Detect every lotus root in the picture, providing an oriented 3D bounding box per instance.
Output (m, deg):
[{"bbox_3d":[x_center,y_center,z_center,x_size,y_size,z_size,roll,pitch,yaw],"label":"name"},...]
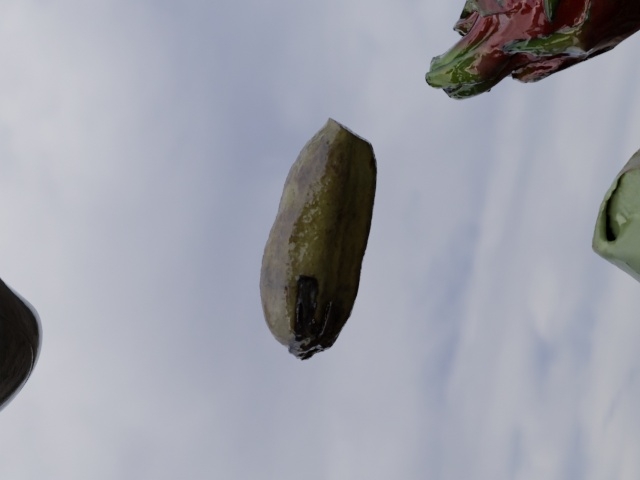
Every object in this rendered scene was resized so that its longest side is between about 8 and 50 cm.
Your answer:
[{"bbox_3d":[0.000,0.000,1.671,0.110,0.097,0.258,15,-91,-35],"label":"lotus root"}]

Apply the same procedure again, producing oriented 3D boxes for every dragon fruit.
[{"bbox_3d":[0.223,-0.248,1.514,0.198,0.269,0.200,48,-142,-11],"label":"dragon fruit"}]

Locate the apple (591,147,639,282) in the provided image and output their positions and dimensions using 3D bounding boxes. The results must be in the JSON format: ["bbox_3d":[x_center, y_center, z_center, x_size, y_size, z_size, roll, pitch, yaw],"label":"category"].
[{"bbox_3d":[0.313,-0.006,1.113,0.174,0.188,0.207,-47,-34,-2],"label":"apple"}]

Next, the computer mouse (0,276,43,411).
[{"bbox_3d":[-0.329,0.056,1.193,0.184,0.121,0.297,-33,-47,-7],"label":"computer mouse"}]
